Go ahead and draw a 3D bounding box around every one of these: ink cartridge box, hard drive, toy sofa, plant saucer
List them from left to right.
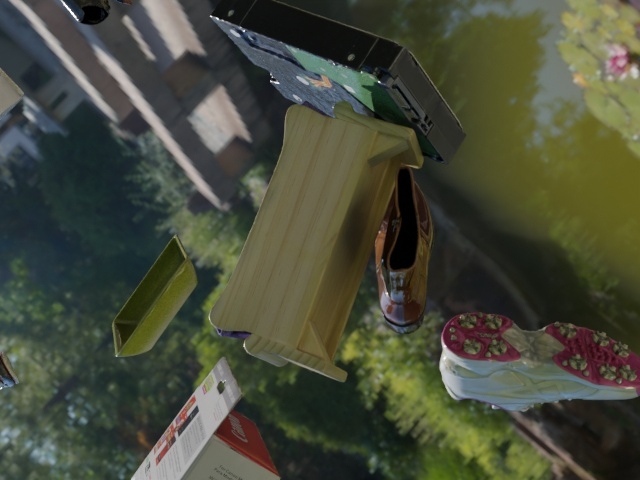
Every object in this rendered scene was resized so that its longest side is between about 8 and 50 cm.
[{"bbox_3d":[-0.259,0.094,1.638,0.045,0.188,0.188,35,-178,-17],"label":"plant saucer"},{"bbox_3d":[-0.171,0.351,1.626,0.130,0.272,0.309,36,179,-12],"label":"ink cartridge box"},{"bbox_3d":[0.000,0.000,1.412,0.177,0.363,0.150,18,172,16],"label":"toy sofa"},{"bbox_3d":[0.026,-0.237,1.457,0.339,0.064,0.237,28,172,37],"label":"hard drive"}]

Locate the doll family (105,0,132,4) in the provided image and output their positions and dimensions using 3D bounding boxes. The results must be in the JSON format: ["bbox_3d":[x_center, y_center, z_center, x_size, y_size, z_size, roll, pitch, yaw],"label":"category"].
[{"bbox_3d":[-0.416,-0.528,1.922,0.193,0.111,0.076,47,160,1],"label":"doll family"}]

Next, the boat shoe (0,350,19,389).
[{"bbox_3d":[-0.437,0.178,1.382,0.049,0.043,0.137,68,158,-2],"label":"boat shoe"}]

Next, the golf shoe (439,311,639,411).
[{"bbox_3d":[0.324,0.194,1.511,0.306,0.115,0.140,11,129,5],"label":"golf shoe"}]

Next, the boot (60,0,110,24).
[{"bbox_3d":[-0.357,-0.393,1.630,0.137,0.077,0.198,45,-144,16],"label":"boot"}]

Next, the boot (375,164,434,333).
[{"bbox_3d":[0.107,-0.029,1.444,0.096,0.264,0.280,5,156,9],"label":"boot"}]

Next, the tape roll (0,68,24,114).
[{"bbox_3d":[-0.589,-0.161,1.546,0.100,0.286,0.286,48,171,-14],"label":"tape roll"}]
